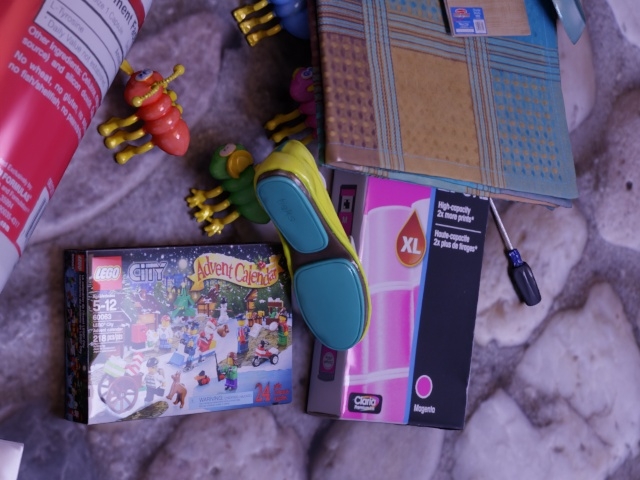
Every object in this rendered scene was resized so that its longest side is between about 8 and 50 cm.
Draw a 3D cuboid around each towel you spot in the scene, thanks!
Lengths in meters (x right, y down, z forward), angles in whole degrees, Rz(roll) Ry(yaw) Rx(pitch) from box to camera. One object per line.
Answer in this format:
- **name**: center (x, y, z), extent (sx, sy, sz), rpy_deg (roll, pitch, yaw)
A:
- **towel**: center (0.124, -0.180, 1.768), extent (0.370, 0.040, 0.271), rpy_deg (7, 73, -43)

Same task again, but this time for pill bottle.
- **pill bottle**: center (-0.277, -0.167, 1.389), extent (0.229, 0.229, 0.408), rpy_deg (36, 70, -33)

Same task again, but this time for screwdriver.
- **screwdriver**: center (0.205, -0.001, 1.906), extent (0.170, 0.024, 0.025), rpy_deg (63, 29, -20)

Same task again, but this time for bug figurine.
- **bug figurine**: center (-0.069, -0.140, 1.652), extent (0.279, 0.072, 0.216), rpy_deg (-46, 118, -28)

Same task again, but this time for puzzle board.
- **puzzle board**: center (0.167, -0.259, 1.797), extent (0.128, 0.011, 0.096), rpy_deg (-8, 86, -45)

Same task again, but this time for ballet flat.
- **ballet flat**: center (0.000, 0.000, 1.660), extent (0.077, 0.077, 0.231), rpy_deg (-74, 149, -49)

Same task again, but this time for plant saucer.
- **plant saucer**: center (0.267, -0.274, 1.895), extent (0.119, 0.021, 0.119), rpy_deg (-20, 90, -75)

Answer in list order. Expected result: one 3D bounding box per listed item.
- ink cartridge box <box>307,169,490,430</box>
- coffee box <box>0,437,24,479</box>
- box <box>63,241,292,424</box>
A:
- **ink cartridge box**: center (0.089, 0.007, 1.792), extent (0.176, 0.069, 0.371), rpy_deg (9, 84, -38)
- **coffee box**: center (-0.380, 0.206, 1.381), extent (0.246, 0.098, 0.141), rpy_deg (16, 80, -29)
- **box**: center (-0.131, 0.084, 1.630), extent (0.233, 0.044, 0.159), rpy_deg (-3, 94, -38)
